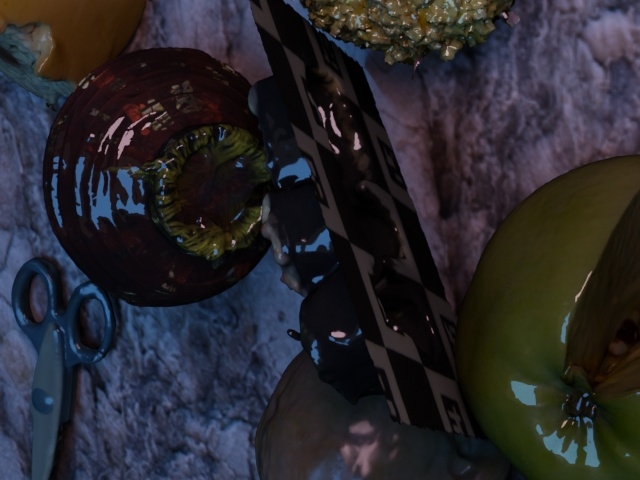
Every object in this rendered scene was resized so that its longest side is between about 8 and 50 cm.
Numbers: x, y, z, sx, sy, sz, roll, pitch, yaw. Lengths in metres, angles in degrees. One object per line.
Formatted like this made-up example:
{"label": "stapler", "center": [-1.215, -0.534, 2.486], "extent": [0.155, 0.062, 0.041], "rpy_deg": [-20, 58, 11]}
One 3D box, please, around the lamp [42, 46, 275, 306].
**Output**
{"label": "lamp", "center": [-0.136, -0.056, 1.484], "extent": [0.247, 0.247, 0.247], "rpy_deg": [11, 114, 27]}

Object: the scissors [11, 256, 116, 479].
{"label": "scissors", "center": [-0.290, 0.161, 1.772], "extent": [0.138, 0.041, 0.289], "rpy_deg": [21, 114, 24]}

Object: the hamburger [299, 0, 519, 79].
{"label": "hamburger", "center": [0.064, -0.265, 1.313], "extent": [0.262, 0.138, 0.243], "rpy_deg": [43, 111, -3]}

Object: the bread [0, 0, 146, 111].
{"label": "bread", "center": [-0.289, -0.202, 1.538], "extent": [0.183, 0.224, 0.211], "rpy_deg": [23, 127, 28]}

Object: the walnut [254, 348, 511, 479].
{"label": "walnut", "center": [0.054, 0.200, 1.452], "extent": [0.248, 0.248, 0.248], "rpy_deg": [11, 114, 27]}

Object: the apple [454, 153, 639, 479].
{"label": "apple", "center": [0.249, 0.080, 1.288], "extent": [0.292, 0.254, 0.292], "rpy_deg": [15, 118, 30]}

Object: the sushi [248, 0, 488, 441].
{"label": "sushi", "center": [0.000, 0.000, 1.303], "extent": [0.100, 0.296, 0.373], "rpy_deg": [-24, 72, 16]}
